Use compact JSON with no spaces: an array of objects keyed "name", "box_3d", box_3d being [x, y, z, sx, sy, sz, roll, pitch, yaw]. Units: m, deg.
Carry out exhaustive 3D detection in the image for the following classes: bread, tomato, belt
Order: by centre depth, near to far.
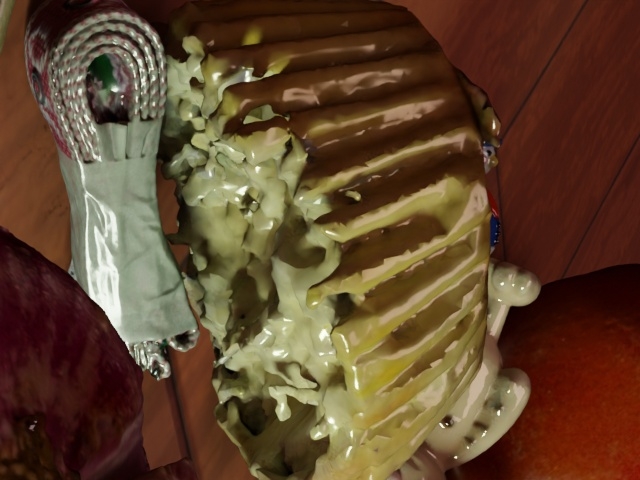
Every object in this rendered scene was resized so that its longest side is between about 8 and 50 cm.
[{"name":"belt","box_3d":[-0.104,-0.014,0.989,0.071,0.053,0.232,-13,120,-23]},{"name":"bread","box_3d":[0.000,0.000,1.029,0.274,0.149,0.274,165,-90,-77]},{"name":"tomato","box_3d":[0.250,0.190,1.596,0.293,0.290,0.325,-38,127,-12]}]

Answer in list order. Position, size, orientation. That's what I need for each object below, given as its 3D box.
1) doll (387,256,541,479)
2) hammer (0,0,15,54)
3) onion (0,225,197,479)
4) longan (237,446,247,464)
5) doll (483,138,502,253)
[{"name":"doll","box_3d":[0.057,0.134,1.319,0.119,0.154,0.278,37,65,-70]},{"name":"hammer","box_3d":[-0.157,-0.083,0.912,0.062,0.017,0.182,33,70,-64]},{"name":"onion","box_3d":[-0.189,0.098,0.682,0.256,0.272,0.230,-8,82,-72]},{"name":"longan","box_3d":[-0.006,0.110,1.233,0.113,0.092,0.113,8,80,-49]},{"name":"doll","box_3d":[0.111,-0.034,1.497,0.099,0.057,0.143,-10,103,-69]}]
